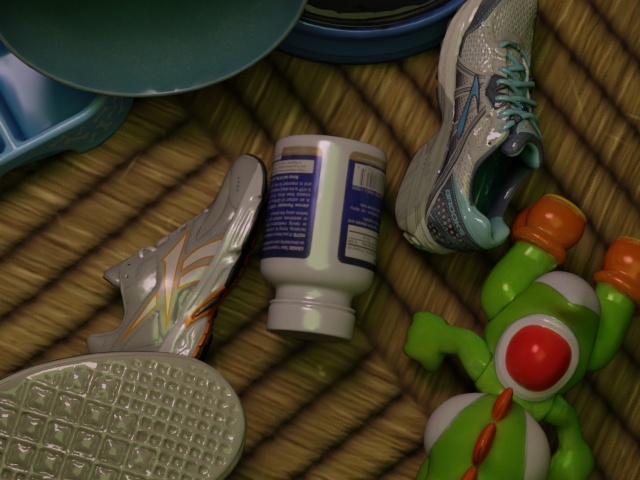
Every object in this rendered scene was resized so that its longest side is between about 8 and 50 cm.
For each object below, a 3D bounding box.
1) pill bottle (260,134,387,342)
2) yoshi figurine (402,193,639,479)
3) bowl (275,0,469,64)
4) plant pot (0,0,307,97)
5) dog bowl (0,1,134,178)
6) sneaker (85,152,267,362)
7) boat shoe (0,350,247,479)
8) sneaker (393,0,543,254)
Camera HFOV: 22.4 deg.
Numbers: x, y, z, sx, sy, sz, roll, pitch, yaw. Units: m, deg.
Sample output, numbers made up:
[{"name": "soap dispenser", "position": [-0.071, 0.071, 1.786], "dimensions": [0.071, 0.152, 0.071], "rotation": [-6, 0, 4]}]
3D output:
[{"name": "pill bottle", "position": [0.000, 0.000, 1.558], "dimensions": [0.112, 0.112, 0.187], "rotation": [8, 81, -3]}, {"name": "yoshi figurine", "position": [0.181, 0.152, 1.547], "dimensions": [0.203, 0.203, 0.362], "rotation": [49, 61, -36]}, {"name": "bowl", "position": [0.032, -0.374, 1.632], "dimensions": [0.391, 0.077, 0.391], "rotation": [1, 82, -4]}, {"name": "plant pot", "position": [-0.163, -0.299, 1.467], "dimensions": [0.290, 0.290, 0.195], "rotation": [-6, 55, -5]}, {"name": "dog bowl", "position": [-0.322, -0.135, 1.573], "dimensions": [0.297, 0.074, 0.166], "rotation": [-29, 85, -8]}, {"name": "sneaker", "position": [-0.140, 0.024, 1.555], "dimensions": [0.121, 0.099, 0.262], "rotation": [25, 80, 4]}, {"name": "boat shoe", "position": [-0.304, 0.242, 1.478], "dimensions": [0.500, 0.156, 0.187], "rotation": [-25, 82, -3]}, {"name": "sneaker", "position": [0.176, -0.117, 1.568], "dimensions": [0.110, 0.122, 0.283], "rotation": [18, 86, -39]}]
